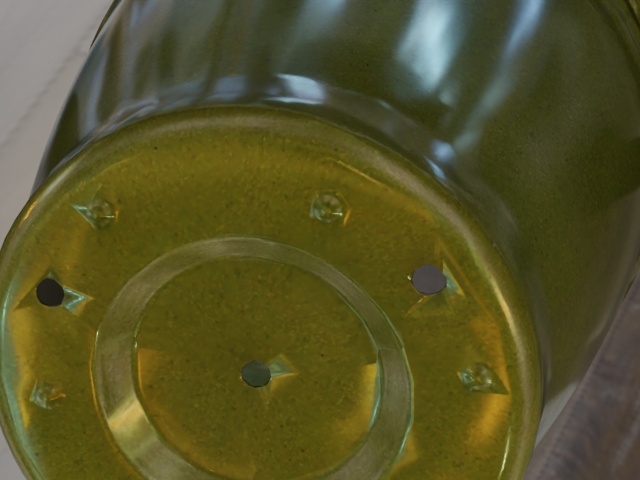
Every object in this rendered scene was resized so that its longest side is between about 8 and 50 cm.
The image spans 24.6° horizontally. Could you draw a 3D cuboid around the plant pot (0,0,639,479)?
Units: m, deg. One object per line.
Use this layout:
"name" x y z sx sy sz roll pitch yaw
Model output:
"plant pot" 0.000 0.000 0.756 0.366 0.366 0.353 -10 19 15
